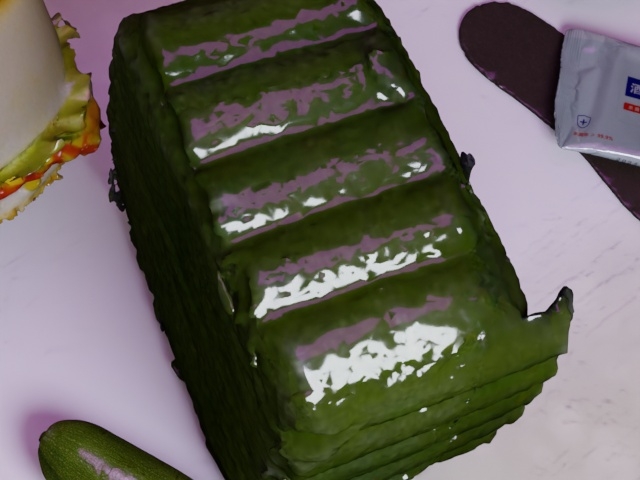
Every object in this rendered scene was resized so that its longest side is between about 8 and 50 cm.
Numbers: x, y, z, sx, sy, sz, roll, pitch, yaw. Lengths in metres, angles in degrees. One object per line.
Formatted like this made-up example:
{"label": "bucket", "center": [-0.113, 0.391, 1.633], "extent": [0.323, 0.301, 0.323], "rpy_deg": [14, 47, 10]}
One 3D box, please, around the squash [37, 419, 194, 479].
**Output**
{"label": "squash", "center": [-0.090, 0.204, 1.299], "extent": [0.252, 0.066, 0.066], "rpy_deg": [30, 63, 6]}

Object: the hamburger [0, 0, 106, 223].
{"label": "hamburger", "center": [-0.311, -0.102, 1.336], "extent": [0.276, 0.179, 0.294], "rpy_deg": [-32, 46, -24]}

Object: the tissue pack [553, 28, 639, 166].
{"label": "tissue pack", "center": [0.286, -0.102, 1.528], "extent": [0.193, 0.026, 0.122], "rpy_deg": [16, 61, -3]}

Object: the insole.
{"label": "insole", "center": [0.248, -0.089, 1.535], "extent": [0.328, 0.007, 0.111], "rpy_deg": [41, 63, 11]}

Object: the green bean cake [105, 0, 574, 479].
{"label": "green bean cake", "center": [0.000, 0.000, 1.265], "extent": [0.218, 0.335, 0.319], "rpy_deg": [-19, 73, -17]}
